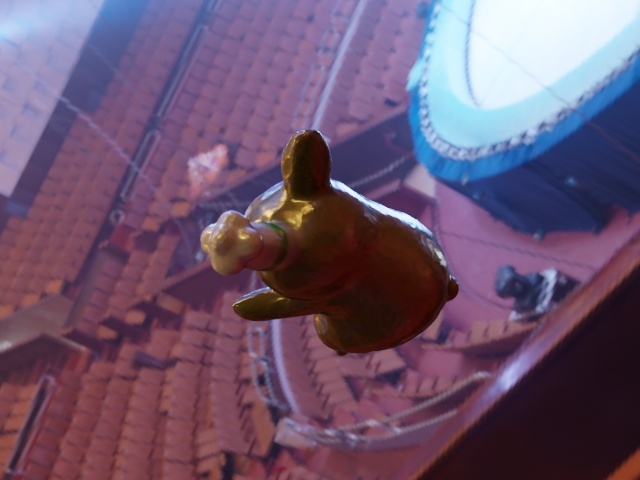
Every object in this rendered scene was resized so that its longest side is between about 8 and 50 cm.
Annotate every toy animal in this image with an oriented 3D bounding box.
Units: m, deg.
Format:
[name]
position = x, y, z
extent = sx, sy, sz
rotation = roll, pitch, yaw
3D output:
[toy animal]
position = -0.009, 0.001, 1.093
extent = 0.180, 0.363, 0.181
rotation = 5, 73, 42
